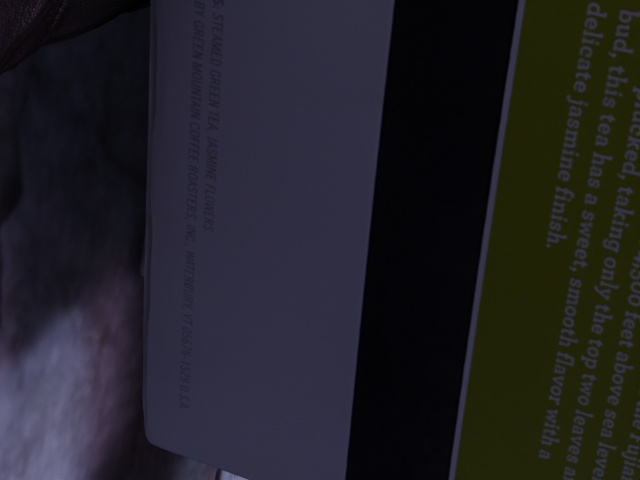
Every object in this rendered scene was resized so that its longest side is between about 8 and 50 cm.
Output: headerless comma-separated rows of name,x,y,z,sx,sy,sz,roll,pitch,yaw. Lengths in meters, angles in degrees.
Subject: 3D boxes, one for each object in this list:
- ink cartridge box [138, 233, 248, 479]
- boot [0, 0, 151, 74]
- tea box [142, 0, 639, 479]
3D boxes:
ink cartridge box,0.000,0.000,0.729,0.275,0.060,0.239,-18,122,-67
boot,-0.105,-0.122,0.370,0.229,0.091,0.263,-49,143,-50
tea box,0.154,-0.043,0.547,0.329,0.323,0.220,-46,147,-55
